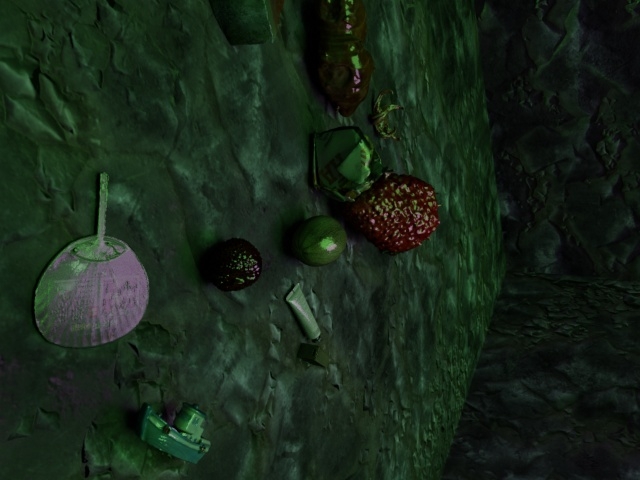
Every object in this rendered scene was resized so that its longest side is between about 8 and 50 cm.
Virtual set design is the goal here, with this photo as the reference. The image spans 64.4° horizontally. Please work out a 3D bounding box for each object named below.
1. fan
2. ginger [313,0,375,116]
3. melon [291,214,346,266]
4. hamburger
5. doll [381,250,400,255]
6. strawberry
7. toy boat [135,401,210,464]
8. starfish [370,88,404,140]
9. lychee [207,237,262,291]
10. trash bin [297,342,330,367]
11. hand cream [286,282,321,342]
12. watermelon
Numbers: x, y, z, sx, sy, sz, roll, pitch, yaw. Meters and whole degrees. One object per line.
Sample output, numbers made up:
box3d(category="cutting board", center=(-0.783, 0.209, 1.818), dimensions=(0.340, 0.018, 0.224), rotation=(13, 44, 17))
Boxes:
box3d(category="fan", center=(-0.380, 0.059, 0.919), dimensions=(0.223, 0.012, 0.294), rotation=(48, 55, -49))
box3d(category="ginger", center=(0.070, -0.539, 1.468), dimensions=(0.274, 0.152, 0.357), rotation=(-51, 138, -71))
box3d(category="melon", center=(0.000, 0.000, 1.403), dimensions=(0.192, 0.139, 0.139), rotation=(-28, 116, -51))
box3d(category="hamburger", center=(0.087, -0.217, 1.443), dimensions=(0.125, 0.235, 0.214), rotation=(-31, 115, -64))
box3d(category="doll", center=(0.257, 0.008, 1.907), dimensions=(0.078, 0.076, 0.113), rotation=(9, 52, -30))
box3d(category="strawberry", center=(0.227, -0.111, 1.614), dimensions=(0.343, 0.292, 0.292), rotation=(31, 66, -61))
box3d(category="toy boat", center=(-0.287, 0.369, 1.020), dimensions=(0.102, 0.088, 0.215), rotation=(-60, 143, -21))
box3d(category="starfish", center=(0.241, -0.435, 1.807), dimensions=(0.190, 0.074, 0.146), rotation=(49, 54, -48))
box3d(category="lychee", center=(-0.189, 0.053, 1.131), dimensions=(0.129, 0.123, 0.123), rotation=(-105, -176, -68))
box3d(category="trash bin", center=(-0.016, 0.338, 1.483), dimensions=(0.092, 0.061, 0.043), rotation=(51, 51, -50))
box3d(category="hand cream", center=(-0.046, 0.214, 1.448), dimensions=(0.067, 0.042, 0.194), rotation=(-47, 126, -35))
box3d(category="watermelon", center=(-0.146, -0.591, 1.158), dimensions=(0.193, 0.140, 0.257), rotation=(73, 29, -43))
